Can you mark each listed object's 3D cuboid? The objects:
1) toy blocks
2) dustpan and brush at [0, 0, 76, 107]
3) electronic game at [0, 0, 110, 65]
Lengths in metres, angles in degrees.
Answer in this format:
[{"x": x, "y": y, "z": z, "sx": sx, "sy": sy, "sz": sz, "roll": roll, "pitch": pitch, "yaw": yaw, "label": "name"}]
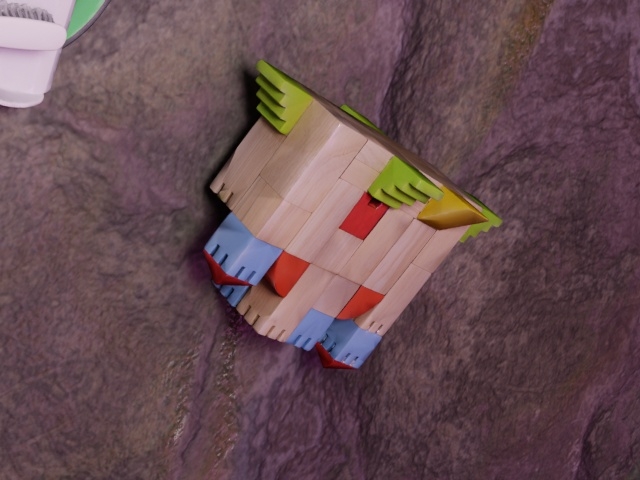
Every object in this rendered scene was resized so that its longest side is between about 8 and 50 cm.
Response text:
[{"x": 0.000, "y": 0.000, "z": 1.474, "sx": 0.261, "sy": 0.191, "sz": 0.381, "roll": -52, "pitch": 141, "yaw": 10, "label": "toy blocks"}, {"x": -0.272, "y": -0.172, "z": 1.091, "sx": 0.211, "sy": 0.060, "sz": 0.147, "roll": -4, "pitch": 123, "yaw": -48, "label": "dustpan and brush"}, {"x": -0.255, "y": -0.257, "z": 1.133, "sx": 0.229, "sy": 0.048, "sz": 0.229, "roll": -25, "pitch": 130, "yaw": -34, "label": "electronic game"}]
